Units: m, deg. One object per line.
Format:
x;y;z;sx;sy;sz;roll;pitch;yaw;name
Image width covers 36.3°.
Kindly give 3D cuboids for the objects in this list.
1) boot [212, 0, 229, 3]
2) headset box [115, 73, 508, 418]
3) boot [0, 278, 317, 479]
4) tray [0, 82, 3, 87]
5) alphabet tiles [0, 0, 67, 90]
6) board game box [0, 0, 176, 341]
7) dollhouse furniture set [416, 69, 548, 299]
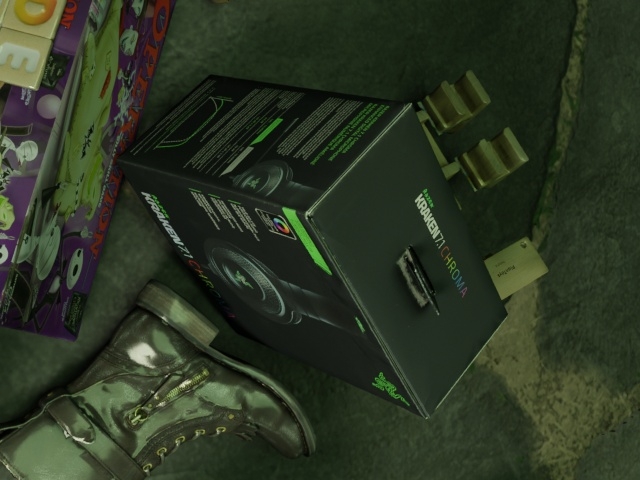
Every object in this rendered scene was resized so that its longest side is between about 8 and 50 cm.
-0.072;-0.338;0.971;0.219;0.082;0.106;-53;137;-25;boot
0.000;0.000;0.849;0.131;0.283;0.246;-48;130;-23;headset box
-0.153;0.189;0.912;0.263;0.091;0.229;45;73;-19;boot
-0.298;-0.269;0.818;0.203;0.076;0.410;40;70;-25;tray
-0.279;-0.208;0.719;0.198;0.009;0.237;15;81;3;alphabet tiles
-0.202;-0.093;0.809;0.056;0.208;0.346;14;82;0;board game box
0.106;-0.025;1.058;0.212;0.161;0.242;-26;82;-29;dollhouse furniture set
